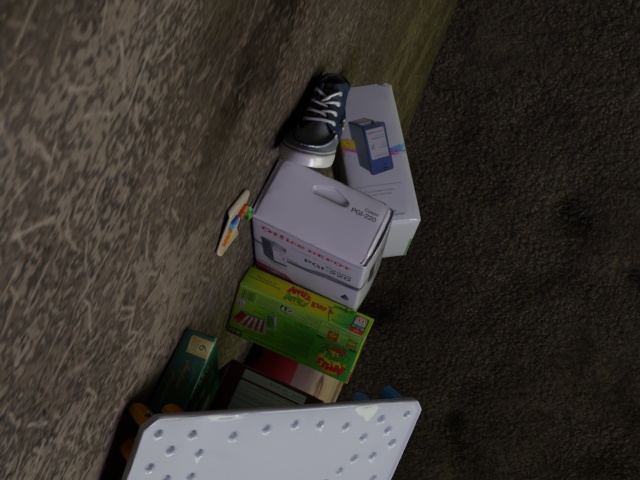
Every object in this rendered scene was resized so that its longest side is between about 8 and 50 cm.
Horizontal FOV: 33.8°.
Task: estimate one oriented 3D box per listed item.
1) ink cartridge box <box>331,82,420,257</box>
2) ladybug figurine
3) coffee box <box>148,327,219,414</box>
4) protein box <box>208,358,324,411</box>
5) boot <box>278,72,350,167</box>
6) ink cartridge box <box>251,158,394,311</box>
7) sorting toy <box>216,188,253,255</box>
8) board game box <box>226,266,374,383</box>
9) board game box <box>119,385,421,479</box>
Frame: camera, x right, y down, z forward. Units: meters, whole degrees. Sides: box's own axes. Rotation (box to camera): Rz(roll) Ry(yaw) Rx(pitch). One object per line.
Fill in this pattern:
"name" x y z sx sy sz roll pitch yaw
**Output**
"ink cartridge box" 0.070 -0.095 1.497 0.154 0.093 0.212 99 -16 -71
"ladybug figurine" -0.074 0.297 1.810 0.305 0.162 0.449 102 13 -58
"coffee box" -0.158 0.184 1.229 0.184 0.041 0.113 100 12 -66
"protein box" -0.110 0.285 1.416 0.201 0.136 0.200 -65 -176 -14
"boot" -0.004 -0.149 1.271 0.190 0.069 0.086 -74 178 -71
"ink cartridge box" 0.000 0.000 1.358 0.092 0.159 0.218 -63 173 -20
"sorting toy" -0.090 -0.025 1.171 0.083 0.012 0.062 -58 169 -54
"board game box" -0.029 0.114 1.421 0.043 0.181 0.092 -59 170 -52
"board game box" -0.099 0.344 1.221 0.390 0.050 0.389 4 116 -41
